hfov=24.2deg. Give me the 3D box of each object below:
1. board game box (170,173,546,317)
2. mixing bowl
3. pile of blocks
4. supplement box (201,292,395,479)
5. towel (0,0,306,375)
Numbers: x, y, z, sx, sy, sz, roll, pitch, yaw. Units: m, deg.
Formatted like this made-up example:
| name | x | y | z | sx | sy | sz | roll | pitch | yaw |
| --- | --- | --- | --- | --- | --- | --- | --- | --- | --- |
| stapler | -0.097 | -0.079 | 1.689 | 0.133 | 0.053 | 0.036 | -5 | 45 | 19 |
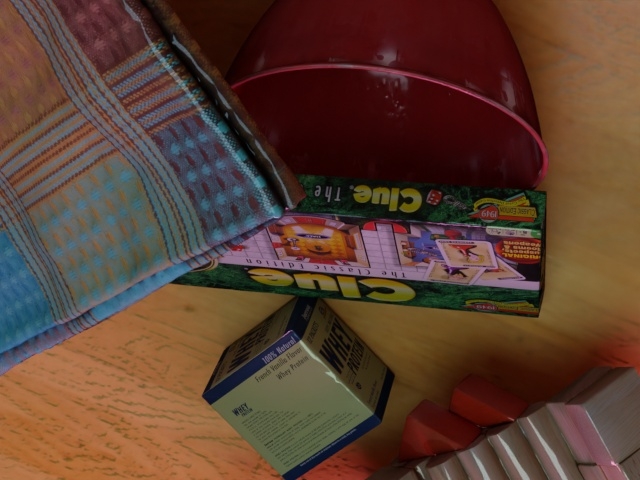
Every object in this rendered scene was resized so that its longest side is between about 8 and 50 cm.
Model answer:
| name | x | y | z | sx | sy | sz | roll | pitch | yaw |
| --- | --- | --- | --- | --- | --- | --- | --- | --- | --- |
| board game box | 0.000 | 0.000 | 0.870 | 0.260 | 0.030 | 0.136 | 4 | 160 | 10 |
| mixing bowl | 0.034 | -0.090 | 0.801 | 0.181 | 0.098 | 0.181 | 7 | 158 | 3 |
| pile of blocks | 0.068 | 0.151 | 0.925 | 0.362 | 0.149 | 0.112 | -27 | 97 | 12 |
| supplement box | -0.013 | 0.092 | 0.947 | 0.083 | 0.056 | 0.083 | -38 | 104 | 26 |
| towel | -0.187 | -0.068 | 0.806 | 0.271 | 0.040 | 0.370 | 53 | 144 | -8 |
